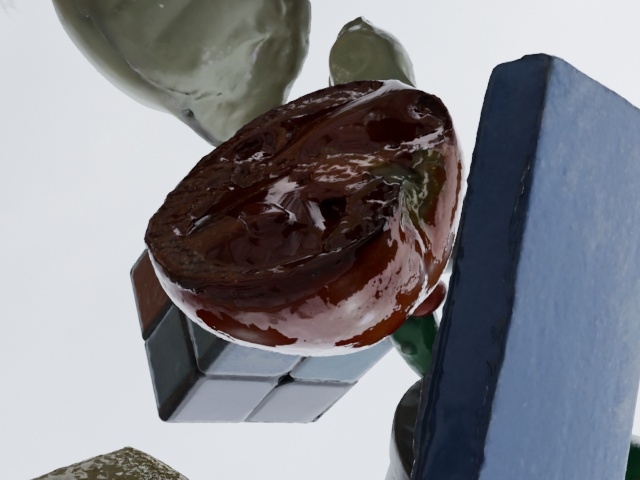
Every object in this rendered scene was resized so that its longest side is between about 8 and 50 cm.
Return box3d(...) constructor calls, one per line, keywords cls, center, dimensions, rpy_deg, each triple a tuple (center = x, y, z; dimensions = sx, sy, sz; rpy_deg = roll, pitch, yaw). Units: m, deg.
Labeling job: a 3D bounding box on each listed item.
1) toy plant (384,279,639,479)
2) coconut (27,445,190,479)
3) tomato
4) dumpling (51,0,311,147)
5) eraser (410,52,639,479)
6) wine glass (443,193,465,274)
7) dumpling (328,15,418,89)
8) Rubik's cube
box3d(cls="toy plant", center=(0.163, 0.172, 0.775), dimensions=(0.279, 0.185, 0.400), rpy_deg=(47, -45, 38))
box3d(cls="coconut", center=(-0.193, 0.356, 0.799), dimensions=(0.353, 0.352, 0.352), rpy_deg=(-9, -111, 26))
box3d(cls="tomato", center=(0.000, 0.000, 0.634), dimensions=(0.200, 0.139, 0.233), rpy_deg=(6, -138, 36))
box3d(cls="dumpling", center=(-0.170, -0.318, 1.172), dimensions=(0.315, 0.233, 0.395), rpy_deg=(-37, -84, 11))
box3d(cls="eraser", center=(0.117, 0.073, 0.478), dimensions=(0.043, 0.144, 0.311), rpy_deg=(5, -99, 47))
box3d(cls="wine glass", center=(0.137, -0.010, 1.341), dimensions=(0.241, 0.126, 0.126), rpy_deg=(-3, -108, 39))
box3d(cls="dumpling", center=(0.077, -0.269, 1.505), dimensions=(0.162, 0.132, 0.250), rpy_deg=(-40, -124, 22))
box3d(cls="Rubik's cube", center=(-0.096, 0.099, 1.499), dimensions=(0.318, 0.313, 0.316), rpy_deg=(-51, -135, 37))
